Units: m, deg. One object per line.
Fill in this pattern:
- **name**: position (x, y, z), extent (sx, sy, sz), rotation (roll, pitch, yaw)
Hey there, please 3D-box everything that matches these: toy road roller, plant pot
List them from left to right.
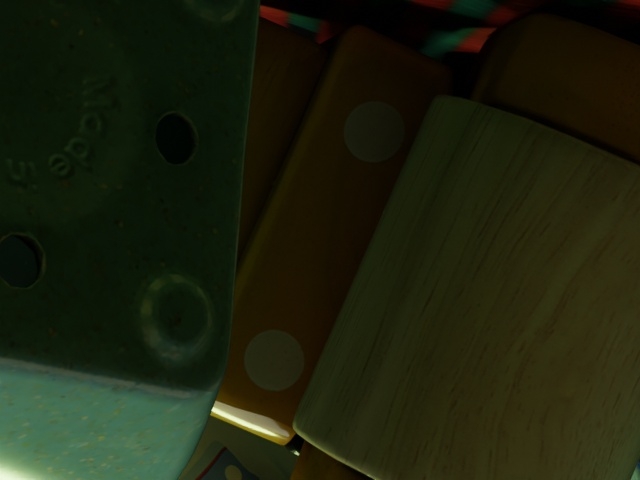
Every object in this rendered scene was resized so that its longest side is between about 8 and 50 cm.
- **plant pot**: position (-0.150, -0.020, 0.610), extent (0.247, 0.247, 0.252), rotation (14, 164, -37)
- **toy road roller**: position (0.000, 0.000, 0.756), extent (0.241, 0.202, 0.329), rotation (23, 180, -5)

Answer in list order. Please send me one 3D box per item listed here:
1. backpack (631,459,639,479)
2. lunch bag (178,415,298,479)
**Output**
- **backpack**: position (0.243, 0.111, 0.708), extent (0.290, 0.273, 0.355), rotation (12, -178, -1)
- **lunch bag**: position (-0.064, 0.068, 1.102), extent (0.385, 0.239, 0.328), rotation (41, 180, 20)
